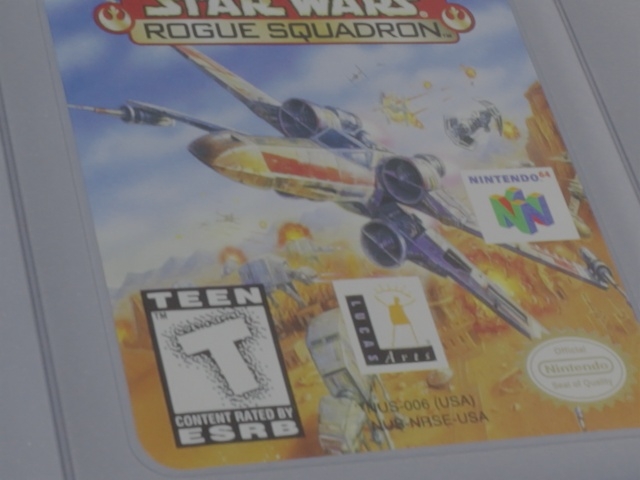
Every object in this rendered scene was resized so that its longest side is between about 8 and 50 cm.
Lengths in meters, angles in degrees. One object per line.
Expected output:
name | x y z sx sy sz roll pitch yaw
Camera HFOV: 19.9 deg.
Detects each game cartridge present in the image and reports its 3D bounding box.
game cartridge | 0.000 0.000 0.497 0.297 0.198 0.062 -3 149 -21
